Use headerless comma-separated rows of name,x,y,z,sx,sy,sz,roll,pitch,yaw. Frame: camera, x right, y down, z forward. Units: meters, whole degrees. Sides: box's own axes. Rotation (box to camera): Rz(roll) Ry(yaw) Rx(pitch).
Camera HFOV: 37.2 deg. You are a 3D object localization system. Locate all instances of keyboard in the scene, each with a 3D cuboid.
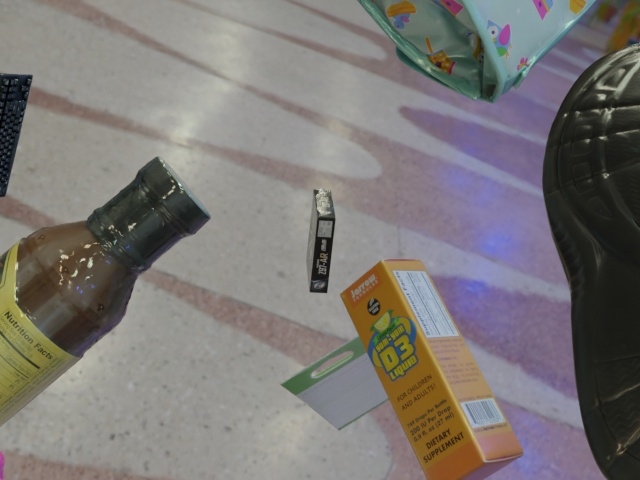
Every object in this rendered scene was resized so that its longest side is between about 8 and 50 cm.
keyboard,-0.441,-0.139,1.288,0.023,0.180,0.108,23,16,21

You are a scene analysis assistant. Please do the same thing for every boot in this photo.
boot,0.270,0.064,0.712,0.138,0.284,0.377,-12,50,22

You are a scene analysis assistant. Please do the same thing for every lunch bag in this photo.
lunch bag,0.148,-0.287,0.937,0.262,0.160,0.223,49,61,-6

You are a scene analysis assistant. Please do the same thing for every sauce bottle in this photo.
sauce bottle,-0.243,0.065,0.792,0.111,0.344,0.111,50,-3,4

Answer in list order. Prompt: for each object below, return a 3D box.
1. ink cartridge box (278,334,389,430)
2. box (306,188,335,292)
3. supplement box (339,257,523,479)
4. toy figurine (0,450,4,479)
ink cartridge box,0.045,0.213,1.549,0.235,0.171,0.056,49,12,-50
box,0.000,0.000,0.935,0.018,0.083,0.067,3,27,-6
supplement box,0.108,0.133,0.969,0.080,0.078,0.233,5,50,-46
toy figurine,-0.429,0.247,1.064,0.173,0.130,0.159,-21,35,-32
